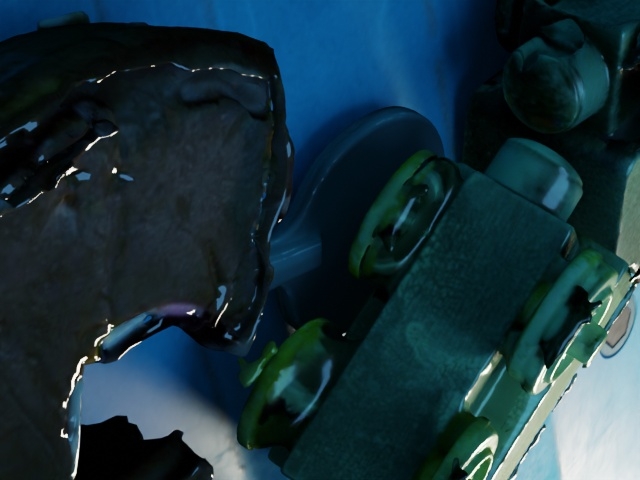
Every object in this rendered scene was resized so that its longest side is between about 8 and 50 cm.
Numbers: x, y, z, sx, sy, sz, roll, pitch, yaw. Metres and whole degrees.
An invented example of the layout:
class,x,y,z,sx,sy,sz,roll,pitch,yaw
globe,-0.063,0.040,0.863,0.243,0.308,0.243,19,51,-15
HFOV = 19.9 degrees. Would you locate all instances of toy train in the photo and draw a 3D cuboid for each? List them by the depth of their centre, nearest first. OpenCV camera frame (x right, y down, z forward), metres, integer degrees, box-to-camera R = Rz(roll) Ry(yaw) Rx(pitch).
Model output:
class,x,y,z,sx,sy,sz,roll,pitch,yaw
toy train,0.071,0.071,1.071,0.271,0.159,0.188,-57,164,-2
toy train,0.224,-0.117,1.202,0.299,0.167,0.238,-34,139,-37

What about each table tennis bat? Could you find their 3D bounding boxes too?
class,x,y,z,sx,sy,sz,roll,pitch,yaw
table tennis bat,0.000,0.000,1.075,0.237,0.038,0.149,-23,133,-49

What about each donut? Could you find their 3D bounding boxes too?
class,x,y,z,sx,sy,sz,roll,pitch,yaw
donut,-0.145,0.070,0.835,0.259,0.136,0.345,-18,122,-45
